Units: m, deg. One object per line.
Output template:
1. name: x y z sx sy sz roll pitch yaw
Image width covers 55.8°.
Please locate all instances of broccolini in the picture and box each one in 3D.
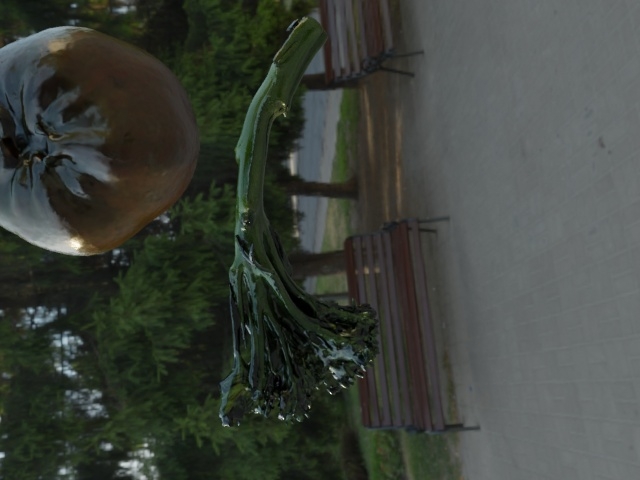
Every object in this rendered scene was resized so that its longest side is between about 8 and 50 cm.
1. broccolini: 0.000 -0.009 0.409 0.062 0.123 0.271 13 99 51

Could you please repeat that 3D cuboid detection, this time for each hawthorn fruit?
1. hawthorn fruit: -0.280 -0.129 0.776 0.301 0.268 0.267 -56 -36 -73
